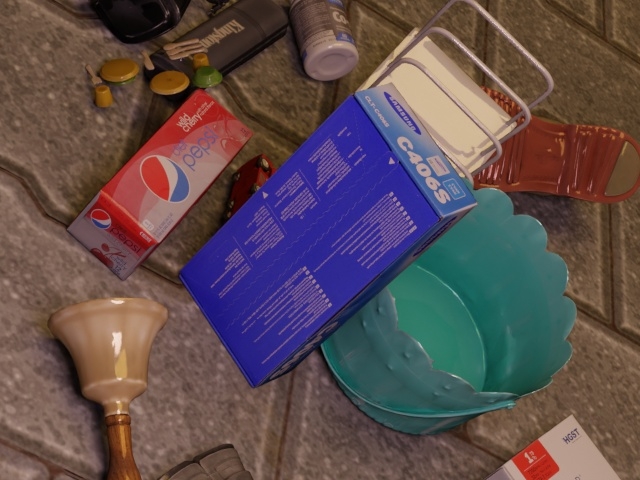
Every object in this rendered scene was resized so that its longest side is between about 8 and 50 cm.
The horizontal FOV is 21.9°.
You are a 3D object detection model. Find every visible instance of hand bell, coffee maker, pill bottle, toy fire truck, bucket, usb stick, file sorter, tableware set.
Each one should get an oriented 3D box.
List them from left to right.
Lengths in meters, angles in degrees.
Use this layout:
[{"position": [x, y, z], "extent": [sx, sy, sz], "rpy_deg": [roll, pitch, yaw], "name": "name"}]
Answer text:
[{"position": [-0.205, 0.191, 1.664], "extent": [0.126, 0.126, 0.242], "rpy_deg": [9, 64, -37], "name": "hand bell"}, {"position": [-0.200, -0.194, 1.988], "extent": [0.154, 0.024, 0.104], "rpy_deg": [-16, 40, -14], "name": "tableware set"}, {"position": [-0.196, -0.330, 2.092], "extent": [0.171, 0.120, 0.178], "rpy_deg": [37, 40, -12], "name": "coffee maker"}, {"position": [-0.130, -0.254, 2.144], "extent": [0.077, 0.045, 0.278], "rpy_deg": [45, 39, 2], "name": "usb stick"}, {"position": [-0.056, -0.006, 1.980], "extent": [0.135, 0.047, 0.192], "rpy_deg": [49, 24, -23], "name": "toy fire truck"}, {"position": [0.000, -0.295, 2.272], "extent": [0.078, 0.078, 0.137], "rpy_deg": [10, 51, -36], "name": "pill bottle"}, {"position": [0.140, -0.151, 2.120], "extent": [0.193, 0.173, 0.278], "rpy_deg": [44, 63, -4], "name": "file sorter"}, {"position": [0.141, 0.086, 1.937], "extent": [0.281, 0.183, 0.281], "rpy_deg": [15, 56, -24], "name": "bucket"}]

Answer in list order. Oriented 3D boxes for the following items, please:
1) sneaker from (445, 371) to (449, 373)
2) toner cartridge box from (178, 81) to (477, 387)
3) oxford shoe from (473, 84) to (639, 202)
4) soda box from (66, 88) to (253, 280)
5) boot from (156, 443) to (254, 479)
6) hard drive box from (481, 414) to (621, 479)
[{"position": [0.127, 0.153, 2.040], "extent": [0.083, 0.032, 0.037], "rpy_deg": [33, 24, -19], "name": "sneaker"}, {"position": [0.000, 0.000, 1.798], "extent": [0.075, 0.348, 0.165], "rpy_deg": [-22, 73, -51], "name": "toner cartridge box"}, {"position": [0.254, -0.129, 2.345], "extent": [0.396, 0.146, 0.141], "rpy_deg": [16, 88, -17], "name": "oxford shoe"}, {"position": [-0.180, -0.070, 1.907], "extent": [0.092, 0.083, 0.263], "rpy_deg": [42, 39, -5], "name": "soda box"}, {"position": [-0.057, 0.275, 1.725], "extent": [0.246, 0.083, 0.161], "rpy_deg": [-10, 59, -48], "name": "boot"}, {"position": [0.300, 0.351, 1.971], "extent": [0.232, 0.089, 0.181], "rpy_deg": [53, 38, 9], "name": "hard drive box"}]
